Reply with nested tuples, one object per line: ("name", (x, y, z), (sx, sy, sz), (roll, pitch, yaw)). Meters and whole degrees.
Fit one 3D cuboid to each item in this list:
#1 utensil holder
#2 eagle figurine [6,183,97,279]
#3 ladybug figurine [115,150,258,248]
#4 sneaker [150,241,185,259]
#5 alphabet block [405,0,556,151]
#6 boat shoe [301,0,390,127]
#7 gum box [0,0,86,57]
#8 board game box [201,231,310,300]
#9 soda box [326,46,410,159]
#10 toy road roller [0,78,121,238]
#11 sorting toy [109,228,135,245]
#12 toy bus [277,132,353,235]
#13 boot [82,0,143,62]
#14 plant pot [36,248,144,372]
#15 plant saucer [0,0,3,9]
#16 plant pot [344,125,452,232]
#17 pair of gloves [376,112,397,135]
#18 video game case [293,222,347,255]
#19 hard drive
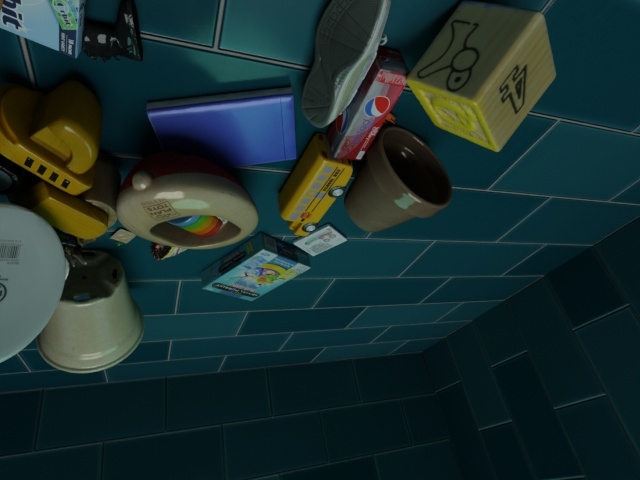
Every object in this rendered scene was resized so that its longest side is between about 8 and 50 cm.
("utensil holder", (-0.759, 0.057, 0.763), (0.385, 0.328, 0.328), (9, 152, 13))
("eagle figurine", (-0.715, -0.049, 0.990), (0.225, 0.226, 0.298), (15, 163, 40))
("ladybug figurine", (-0.323, -0.096, 1.023), (0.305, 0.162, 0.449), (-13, 166, 4))
("sneaker", (-0.431, -0.021, 1.280), (0.225, 0.088, 0.092), (-31, 172, 21))
("alphabet block", (0.333, -0.338, 0.846), (0.197, 0.192, 0.193), (-53, 138, 7))
("boat shoe", (0.054, -0.377, 0.839), (0.103, 0.118, 0.320), (-37, 164, -38))
("gum box", (-0.469, -0.396, 0.629), (0.184, 0.041, 0.157), (17, 140, -23))
("board game box", (-0.246, 0.113, 1.555), (0.336, 0.079, 0.253), (-31, 145, 28))
("soda box", (0.104, -0.314, 0.961), (0.083, 0.092, 0.263), (1, 147, -24))
("toy road roller", (-0.522, -0.176, 0.849), (0.240, 0.203, 0.329), (-23, 146, 15))
("sorting toy", (-0.624, -0.009, 1.275), (0.083, 0.012, 0.062), (-32, 149, 24))
("toy bus", (-0.026, -0.146, 1.177), (0.130, 0.108, 0.333), (6, 145, -28))
("boot", (-0.378, -0.378, 0.730), (0.099, 0.045, 0.121), (2, 145, -13))
("plant pot", (-0.754, 0.207, 1.328), (0.333, 0.334, 0.305), (1, 136, -22))
("plant saucer", (-0.558, -0.398, 0.565), (0.200, 0.037, 0.200), (6, 139, 5))
("plant pot", (0.187, -0.142, 1.120), (0.263, 0.263, 0.229), (11, 145, -34))
("pair of gloves", (0.158, -0.308, 1.073), (0.074, 0.010, 0.083), (14, 142, -42))
("video game case", (0.000, 0.000, 1.517), (0.157, 0.019, 0.143), (-26, 147, 21))
("hard drive", (-0.221, -0.258, 0.985), (0.318, 0.040, 0.210), (-9, 150, -7))
